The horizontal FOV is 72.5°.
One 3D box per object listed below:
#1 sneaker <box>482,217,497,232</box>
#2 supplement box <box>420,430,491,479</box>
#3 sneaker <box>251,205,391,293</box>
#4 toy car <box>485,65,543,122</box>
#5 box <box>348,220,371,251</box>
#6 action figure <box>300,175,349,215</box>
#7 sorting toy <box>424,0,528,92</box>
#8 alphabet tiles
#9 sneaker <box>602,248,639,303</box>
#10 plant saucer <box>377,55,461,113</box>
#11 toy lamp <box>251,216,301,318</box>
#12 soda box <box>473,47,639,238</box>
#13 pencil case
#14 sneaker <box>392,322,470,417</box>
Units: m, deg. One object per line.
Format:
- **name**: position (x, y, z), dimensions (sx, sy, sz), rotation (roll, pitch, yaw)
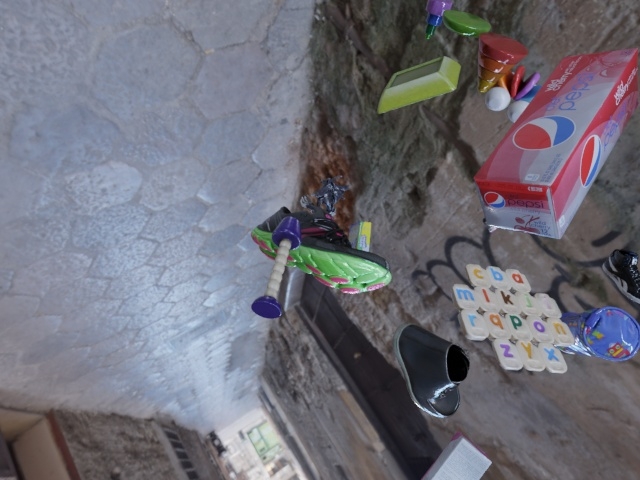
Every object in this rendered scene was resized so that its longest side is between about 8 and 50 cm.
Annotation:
- **sneaker**: position (0.729, -0.115, 1.782), dimensions (0.170, 0.075, 0.063), rotation (-47, 171, 2)
- **supplement box**: position (0.424, 0.738, 1.387), dimensions (0.220, 0.114, 0.111), rotation (-53, 164, -3)
- **sneaker**: position (0.000, 0.000, 1.267), dimensions (0.202, 0.483, 0.185), rotation (-54, 143, -18)
- **toy car**: position (0.613, -0.464, 1.344), dimensions (0.159, 0.182, 0.136), rotation (-53, 172, -32)
- **box**: position (0.117, 0.036, 1.376), dimensions (0.043, 0.179, 0.105), rotation (6, 172, -14)
- **action figure**: position (0.008, -0.140, 1.612), dimensions (0.164, 0.141, 0.275), rotation (-21, 139, -33)
- **sorting toy**: position (0.370, -0.505, 1.133), dimensions (0.127, 0.365, 0.126), rotation (-9, 138, -23)
- **alphabet tiles**: position (0.443, 0.174, 1.012), dimensions (0.284, 0.277, 0.021), rotation (7, 137, -14)
- **sneaker**: position (1.103, 0.117, 1.542), dimensions (0.079, 0.216, 0.121), rotation (-12, 133, -11)
- **plant saucer**: position (0.235, -0.386, 1.057), dimensions (0.188, 0.045, 0.188), rotation (-10, -148, 28)
- **toy lamp**: position (-0.100, 0.053, 1.061), dimensions (0.080, 0.080, 0.274), rotation (125, -16, -47)
- **soda box**: position (0.299, -0.127, 0.540), dimensions (0.263, 0.092, 0.083), rotation (-50, 129, -22)
- **pencil case**: position (0.681, 0.234, 1.110), dimensions (0.119, 0.133, 0.306), rotation (-56, 163, -2)
- **sneaker**: position (0.212, 0.246, 0.751), dimensions (0.083, 0.222, 0.118), rotation (-42, -154, -21)
